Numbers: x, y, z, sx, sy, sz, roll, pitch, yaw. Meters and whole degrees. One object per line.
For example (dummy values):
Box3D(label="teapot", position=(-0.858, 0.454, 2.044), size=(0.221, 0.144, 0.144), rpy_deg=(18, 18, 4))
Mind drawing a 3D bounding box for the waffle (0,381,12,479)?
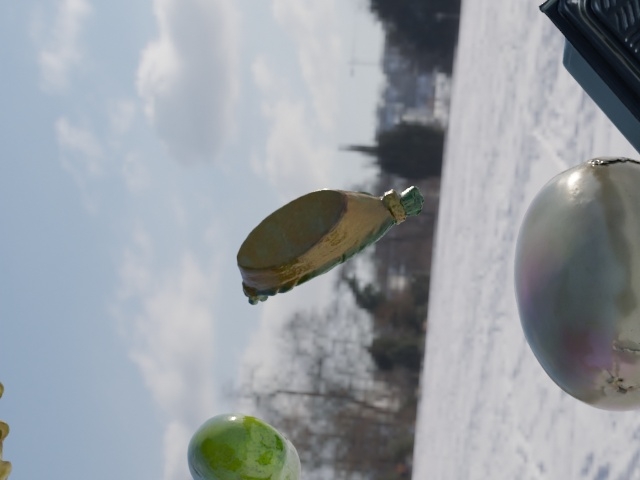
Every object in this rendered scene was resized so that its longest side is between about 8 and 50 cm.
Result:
Box3D(label="waffle", position=(-0.394, 0.208, 1.233), size=(0.262, 0.060, 0.280), rpy_deg=(48, -143, -49))

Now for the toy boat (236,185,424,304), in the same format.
Box3D(label="toy boat", position=(0.000, 0.000, 1.354), size=(0.088, 0.229, 0.089), rpy_deg=(34, -148, -51))

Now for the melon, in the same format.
Box3D(label="melon", position=(0.330, 0.042, 1.436), size=(0.223, 0.223, 0.317), rpy_deg=(88, -171, -45))

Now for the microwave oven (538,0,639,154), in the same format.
Box3D(label="microwave oven", position=(0.276, -0.122, 0.879), size=(0.208, 0.162, 0.122), rpy_deg=(54, -163, 22))

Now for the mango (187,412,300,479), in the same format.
Box3D(label="mango", position=(-0.080, 0.221, 1.297), size=(0.089, 0.117, 0.163), rpy_deg=(-61, -21, -27))
